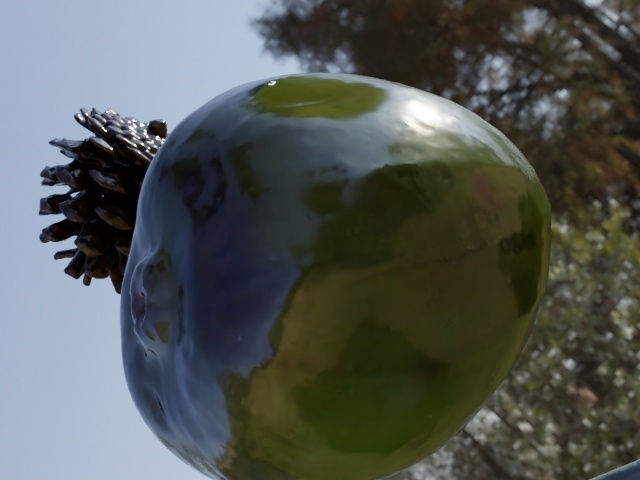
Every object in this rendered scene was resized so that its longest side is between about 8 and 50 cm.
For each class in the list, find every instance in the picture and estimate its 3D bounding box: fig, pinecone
[{"bbox_3d":[0.020,0.021,0.588,0.225,0.203,0.203,-7,-35,-29],"label":"fig"},{"bbox_3d":[-0.206,-0.041,1.275,0.208,0.208,0.208,-45,-14,-14],"label":"pinecone"}]

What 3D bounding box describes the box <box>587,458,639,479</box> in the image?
[{"bbox_3d":[0.106,0.151,0.451,0.211,0.045,0.270,-27,-33,20],"label":"box"}]
